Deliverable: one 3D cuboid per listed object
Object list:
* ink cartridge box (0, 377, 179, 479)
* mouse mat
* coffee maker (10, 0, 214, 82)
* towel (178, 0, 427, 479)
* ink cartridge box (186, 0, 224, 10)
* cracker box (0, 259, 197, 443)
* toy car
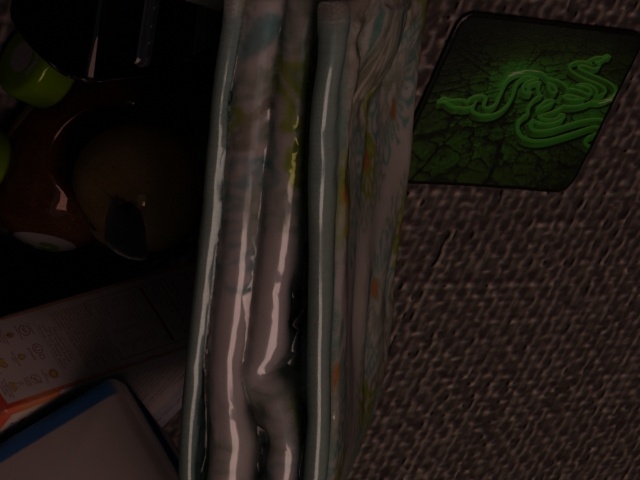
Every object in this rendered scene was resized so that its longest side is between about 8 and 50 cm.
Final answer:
[{"bbox_3d":[-0.193,0.268,1.306,0.285,0.166,0.395,-31,165,-5],"label":"ink cartridge box"},{"bbox_3d":[0.154,-0.104,1.455,0.190,0.007,0.152,1,125,-36],"label":"mouse mat"},{"bbox_3d":[-0.132,-0.195,1.117,0.171,0.120,0.178,5,123,-15],"label":"coffee maker"},{"bbox_3d":[0.000,0.000,1.168,0.090,0.320,0.374,8,101,10],"label":"towel"},{"bbox_3d":[-0.061,-0.218,0.994,0.189,0.066,0.232,-45,167,16],"label":"ink cartridge box"},{"bbox_3d":[-0.170,0.097,1.264,0.232,0.067,0.156,-16,157,-47],"label":"cracker box"},{"bbox_3d":[-0.129,-0.024,1.196,0.155,0.188,0.149,24,110,-44],"label":"toy car"}]
